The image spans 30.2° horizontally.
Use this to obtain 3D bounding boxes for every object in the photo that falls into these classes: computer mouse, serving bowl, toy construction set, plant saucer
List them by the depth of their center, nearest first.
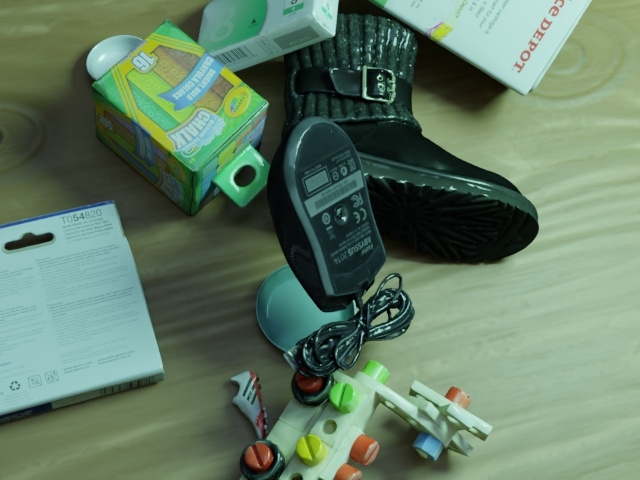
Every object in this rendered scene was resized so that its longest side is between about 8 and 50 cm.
[{"bbox_3d":[0.037,0.253,1.270,0.215,0.151,0.328,24,54,29],"label":"toy construction set"},{"bbox_3d":[0.000,0.000,1.300,0.188,0.072,0.272,-25,106,-43],"label":"computer mouse"},{"bbox_3d":[-0.018,0.084,1.406,0.119,0.021,0.119,3,66,-8],"label":"plant saucer"},{"bbox_3d":[-0.252,-0.220,1.497,0.083,0.027,0.083,-3,56,4],"label":"serving bowl"}]

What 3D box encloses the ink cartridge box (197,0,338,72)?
[{"bbox_3d":[-0.060,-0.328,1.496,0.181,0.056,0.225,-15,56,31],"label":"ink cartridge box"}]

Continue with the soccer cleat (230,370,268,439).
[{"bbox_3d":[-0.081,0.189,1.349,0.035,0.029,0.083,-11,65,-4],"label":"soccer cleat"}]

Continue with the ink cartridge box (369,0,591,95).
[{"bbox_3d":[0.194,-0.342,1.501,0.278,0.117,0.201,31,102,-6],"label":"ink cartridge box"}]

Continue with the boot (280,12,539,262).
[{"bbox_3d":[0.110,-0.135,1.464,0.348,0.131,0.260,17,52,-14],"label":"boot"}]

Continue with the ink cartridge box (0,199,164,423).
[{"bbox_3d":[-0.312,0.081,1.351,0.223,0.045,0.224,-13,68,-14],"label":"ink cartridge box"}]

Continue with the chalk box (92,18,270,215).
[{"bbox_3d":[-0.151,-0.130,1.420,0.213,0.132,0.132,39,67,9],"label":"chalk box"}]
